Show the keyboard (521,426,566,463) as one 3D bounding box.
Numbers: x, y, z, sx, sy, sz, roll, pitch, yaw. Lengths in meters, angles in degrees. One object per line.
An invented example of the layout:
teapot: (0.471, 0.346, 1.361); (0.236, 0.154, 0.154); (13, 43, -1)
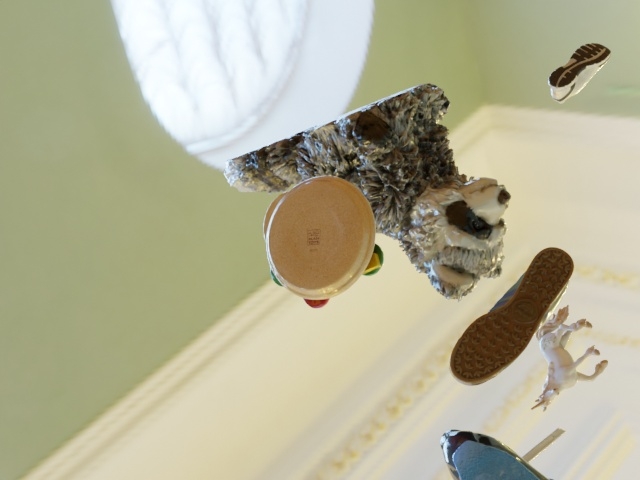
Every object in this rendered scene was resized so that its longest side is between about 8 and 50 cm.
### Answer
keyboard: (0.254, 0.288, 1.657); (0.072, 0.014, 0.256); (-44, 166, 21)

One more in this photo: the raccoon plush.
raccoon plush: (0.086, -0.046, 1.904); (0.216, 0.299, 0.446); (-26, -172, -35)

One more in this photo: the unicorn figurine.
unicorn figurine: (0.348, 0.176, 1.851); (0.111, 0.060, 0.162); (-32, -147, 19)

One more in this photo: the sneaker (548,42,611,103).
sneaker: (0.347, -0.226, 1.743); (0.109, 0.043, 0.040); (-35, -124, -17)

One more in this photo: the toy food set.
toy food set: (0.000, 0.000, 0.830); (0.083, 0.082, 0.020); (-22, 160, 25)

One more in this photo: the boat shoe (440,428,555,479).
boat shoe: (0.229, 0.289, 1.440); (0.109, 0.258, 0.089); (-39, -155, -6)

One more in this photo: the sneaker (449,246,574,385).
sneaker: (0.219, 0.097, 1.473); (0.064, 0.086, 0.192); (38, -103, 17)
